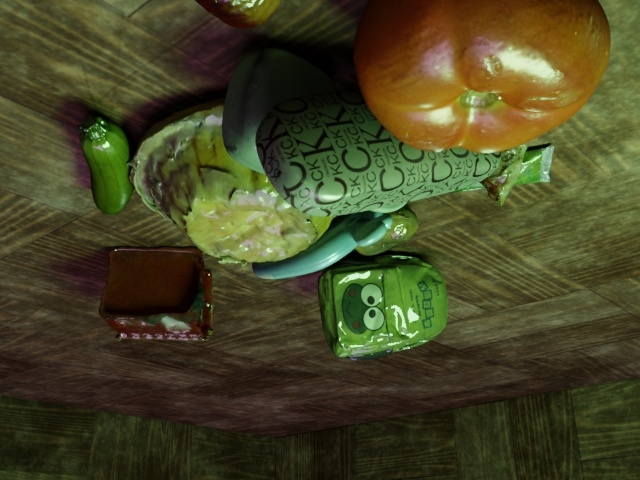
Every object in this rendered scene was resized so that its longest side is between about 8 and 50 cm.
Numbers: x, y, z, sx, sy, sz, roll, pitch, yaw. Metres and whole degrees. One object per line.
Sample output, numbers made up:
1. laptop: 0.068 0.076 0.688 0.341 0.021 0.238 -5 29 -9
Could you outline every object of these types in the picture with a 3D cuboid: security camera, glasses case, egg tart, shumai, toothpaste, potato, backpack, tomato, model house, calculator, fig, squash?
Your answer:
1. security camera: 0.012 -0.131 0.944 0.302 0.157 0.080 17 167 -38
2. glasses case: 0.081 -0.113 0.879 0.355 0.137 0.085 -14 160 -40
3. egg tart: -0.102 -0.064 1.081 0.352 0.149 0.352 -3 150 -2
4. shumai: 0.233 -0.126 1.038 0.123 0.105 0.139 18 123 -23
5. toothpaste: 0.230 -0.104 1.141 0.248 0.046 0.078 -5 139 6
6. potato: 0.110 -0.021 1.291 0.092 0.070 0.138 12 156 -40
7. backpack: 0.124 0.127 1.476 0.254 0.206 0.140 -8 179 -7
8. tomato: 0.154 -0.198 0.752 0.260 0.179 0.259 1 155 1
9. model house: -0.318 0.127 1.508 0.196 0.159 0.254 0 158 -2
10. calculator: 0.000 0.000 1.226 0.303 0.042 0.188 -17 -163 49
11. fig: -0.078 -0.281 0.690 0.119 0.152 0.119 19 -167 -4
12. squash: -0.307 -0.108 1.080 0.069 0.069 0.258 3 156 -10
